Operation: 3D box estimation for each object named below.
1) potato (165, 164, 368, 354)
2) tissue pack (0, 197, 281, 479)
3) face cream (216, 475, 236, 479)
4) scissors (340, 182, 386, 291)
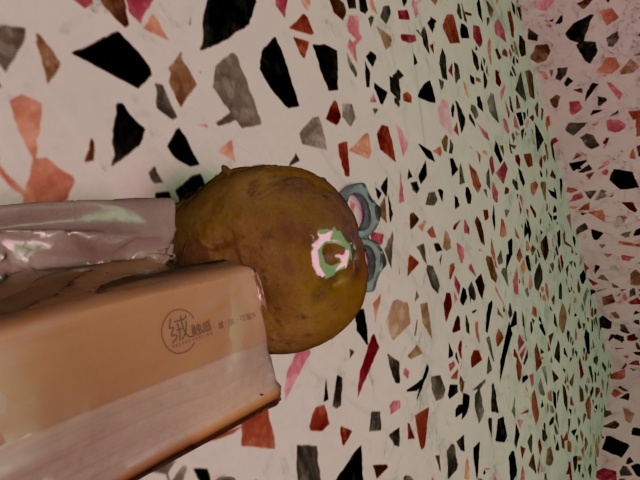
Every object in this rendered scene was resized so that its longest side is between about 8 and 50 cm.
[{"bbox_3d":[-0.055,0.019,0.643,0.229,0.266,0.229,4,84,-45],"label":"potato"},{"bbox_3d":[-0.217,0.081,0.466,0.306,0.239,0.238,-13,96,-52],"label":"tissue pack"},{"bbox_3d":[-0.104,0.357,0.726,0.034,0.034,0.130,-25,105,-52],"label":"face cream"},{"bbox_3d":[0.001,0.000,0.923,0.360,0.030,0.191,-4,90,-54],"label":"scissors"}]
